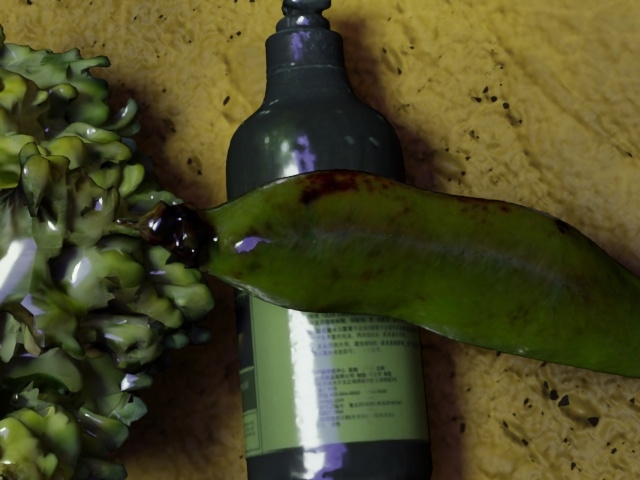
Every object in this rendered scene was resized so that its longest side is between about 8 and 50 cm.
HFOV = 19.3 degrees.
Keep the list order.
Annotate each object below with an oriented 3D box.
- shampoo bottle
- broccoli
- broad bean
[{"bbox_3d":[0.000,0.000,1.038,0.101,0.101,0.284,-8,80,16],"label":"shampoo bottle"},{"bbox_3d":[-0.219,0.046,1.030,0.334,0.272,0.324,-31,88,14],"label":"broccoli"},{"bbox_3d":[0.062,0.012,0.965,0.339,0.061,0.077,11,84,-11],"label":"broad bean"}]
